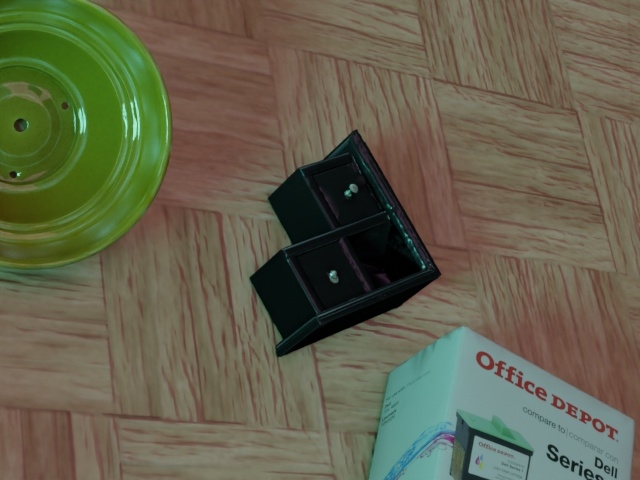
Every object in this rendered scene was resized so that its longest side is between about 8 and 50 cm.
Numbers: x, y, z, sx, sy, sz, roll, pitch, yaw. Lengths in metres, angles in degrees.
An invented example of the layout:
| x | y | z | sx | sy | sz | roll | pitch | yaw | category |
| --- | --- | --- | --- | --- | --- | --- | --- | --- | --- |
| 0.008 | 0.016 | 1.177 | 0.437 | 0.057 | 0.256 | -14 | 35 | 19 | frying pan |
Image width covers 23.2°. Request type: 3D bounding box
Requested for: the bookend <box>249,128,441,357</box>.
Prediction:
| x | y | z | sx | sy | sz | roll | pitch | yaw | category |
| --- | --- | --- | --- | --- | --- | --- | --- | --- | --- |
| 0.000 | 0.000 | 1.384 | 0.156 | 0.072 | 0.157 | -19 | 75 | -41 | bookend |

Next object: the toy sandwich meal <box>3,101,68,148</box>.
| x | y | z | sx | sy | sz | roll | pitch | yaw | category |
| --- | --- | --- | --- | --- | --- | --- | --- | --- | --- |
| -0.240 | -0.111 | 1.310 | 0.085 | 0.029 | 0.086 | 18 | 62 | -37 | toy sandwich meal |

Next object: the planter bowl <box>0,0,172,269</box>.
| x | y | z | sx | sy | sz | roll | pitch | yaw | category |
| --- | --- | --- | --- | --- | --- | --- | --- | --- | --- |
| -0.232 | -0.090 | 1.233 | 0.217 | 0.090 | 0.217 | -2 | 98 | -18 | planter bowl |

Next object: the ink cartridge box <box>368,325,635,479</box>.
| x | y | z | sx | sy | sz | roll | pitch | yaw | category |
| --- | --- | --- | --- | --- | --- | --- | --- | --- | --- |
| 0.146 | 0.241 | 1.311 | 0.201 | 0.117 | 0.278 | 29 | 49 | -18 | ink cartridge box |
